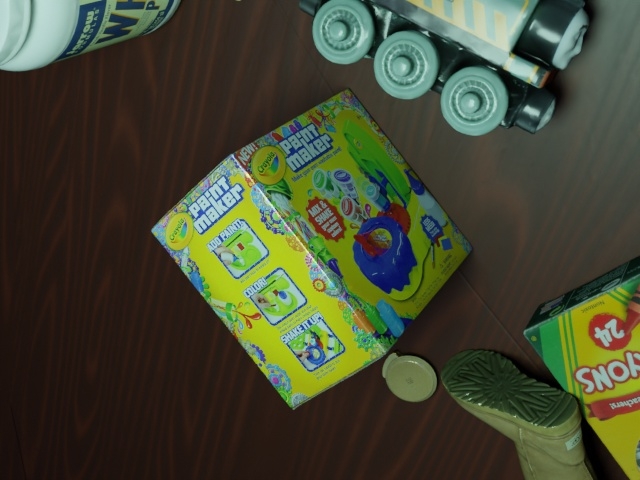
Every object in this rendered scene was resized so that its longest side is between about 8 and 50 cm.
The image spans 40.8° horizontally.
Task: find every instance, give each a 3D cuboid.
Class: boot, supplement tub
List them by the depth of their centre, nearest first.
[{"bbox_3d":[-0.351,-0.352,1.102,0.235,0.325,0.235,13,119,25],"label":"supplement tub"},{"bbox_3d":[0.286,0.299,1.185,0.236,0.089,0.269,28,148,54],"label":"boot"}]

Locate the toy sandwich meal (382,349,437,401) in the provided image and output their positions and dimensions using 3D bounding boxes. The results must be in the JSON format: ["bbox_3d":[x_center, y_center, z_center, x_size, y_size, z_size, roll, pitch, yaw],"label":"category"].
[{"bbox_3d":[0.133,0.200,1.274,0.086,0.029,0.085,7,112,16],"label":"toy sandwich meal"}]

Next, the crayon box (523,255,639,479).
[{"bbox_3d":[0.428,0.183,1.056,0.202,0.081,0.318,-36,93,37],"label":"crayon box"}]

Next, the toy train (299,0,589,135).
[{"bbox_3d":[0.136,-0.257,0.986,0.334,0.142,0.190,31,116,14],"label":"toy train"}]

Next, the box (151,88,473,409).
[{"bbox_3d":[0.000,0.000,1.088,0.177,0.290,0.279,-37,92,38],"label":"box"}]
